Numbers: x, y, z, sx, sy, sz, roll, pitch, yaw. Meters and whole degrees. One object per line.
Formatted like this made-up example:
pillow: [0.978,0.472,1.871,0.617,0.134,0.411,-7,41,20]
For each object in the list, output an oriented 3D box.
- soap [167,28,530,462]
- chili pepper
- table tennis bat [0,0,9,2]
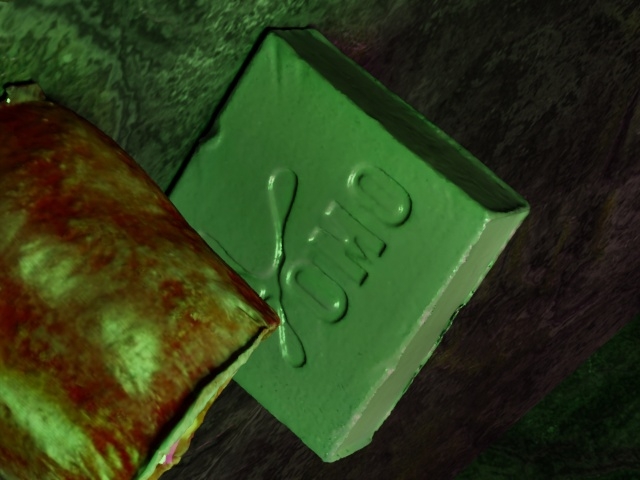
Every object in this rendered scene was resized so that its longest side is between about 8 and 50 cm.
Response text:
soap: [0.000,0.000,1.720,0.296,0.285,0.107,-59,158,21]
chili pepper: [-0.186,0.066,1.434,0.251,0.305,0.229,-35,158,-39]
table tennis bat: [-0.127,-0.325,1.220,0.415,0.051,0.268,-52,160,17]
